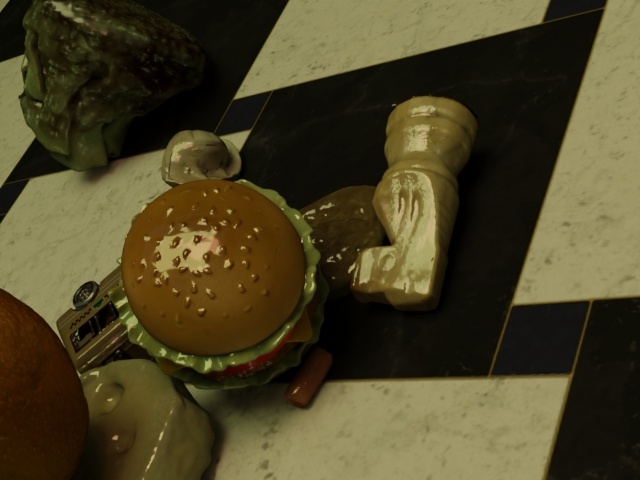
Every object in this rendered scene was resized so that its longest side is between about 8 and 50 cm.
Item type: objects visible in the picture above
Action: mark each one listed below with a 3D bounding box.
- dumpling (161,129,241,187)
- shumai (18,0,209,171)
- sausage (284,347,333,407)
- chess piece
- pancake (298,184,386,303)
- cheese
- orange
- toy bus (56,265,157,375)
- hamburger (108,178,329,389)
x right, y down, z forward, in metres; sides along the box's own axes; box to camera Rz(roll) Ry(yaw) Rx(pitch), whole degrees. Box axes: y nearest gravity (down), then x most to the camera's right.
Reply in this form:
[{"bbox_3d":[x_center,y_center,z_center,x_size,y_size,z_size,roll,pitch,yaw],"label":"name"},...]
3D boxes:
[{"bbox_3d":[-0.203,-0.137,1.866,0.136,0.118,0.199,4,34,-3],"label":"dumpling"},{"bbox_3d":[-0.442,-0.311,2.158,0.348,0.395,0.395,-64,33,9],"label":"shumai"},{"bbox_3d":[-0.014,0.175,1.390,0.034,0.034,0.083,4,52,46],"label":"sausage"},{"bbox_3d":[0.128,-0.042,1.447,0.137,0.137,0.301,-11,52,35],"label":"chess piece"},{"bbox_3d":[0.000,0.000,1.565,0.242,0.050,0.242,-24,37,20],"label":"pancake"},{"bbox_3d":[-0.289,0.308,1.428,0.326,0.115,0.318,-39,34,0],"label":"cheese"},{"bbox_3d":[-0.436,0.206,1.267,0.322,0.357,0.322,-16,57,26],"label":"orange"},{"bbox_3d":[-0.241,0.093,1.610,0.289,0.139,0.157,-39,37,3],"label":"toy bus"},{"bbox_3d":[-0.129,0.048,1.389,0.274,0.212,0.274,-4,65,8],"label":"hamburger"}]
